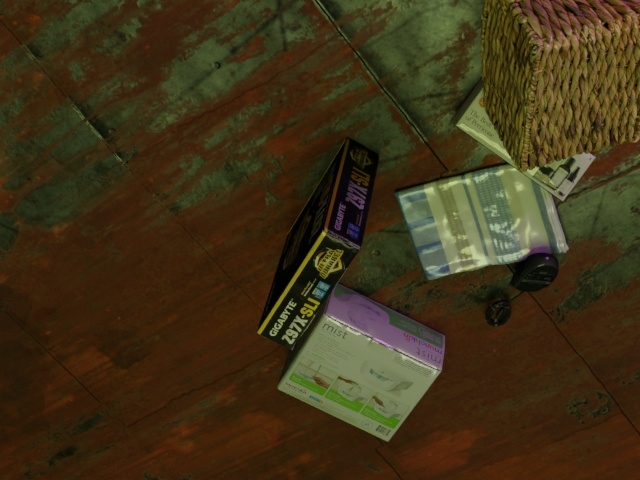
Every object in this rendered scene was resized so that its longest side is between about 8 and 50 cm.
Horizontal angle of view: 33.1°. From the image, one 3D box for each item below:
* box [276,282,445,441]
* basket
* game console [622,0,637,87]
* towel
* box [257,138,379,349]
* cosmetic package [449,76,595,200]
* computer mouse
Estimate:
[{"bbox_3d":[0.082,0.248,2.183,0.262,0.126,0.231,26,123,-6],"label":"box"},{"bbox_3d":[0.385,-0.290,1.690,0.223,0.213,0.299,-16,142,-6],"label":"basket"},{"bbox_3d":[0.499,-0.421,1.633,0.250,0.173,0.293,31,124,-31],"label":"game console"},{"bbox_3d":[0.302,-0.035,2.014,0.285,0.034,0.209,-12,119,18],"label":"towel"},{"bbox_3d":[0.000,0.000,1.921,0.079,0.322,0.257,29,124,-9],"label":"box"},{"bbox_3d":[0.353,-0.176,1.878,0.239,0.060,0.098,33,97,-11],"label":"cosmetic package"},{"bbox_3d":[0.379,0.092,2.061,0.071,0.041,0.242,8,143,-22],"label":"computer mouse"}]
